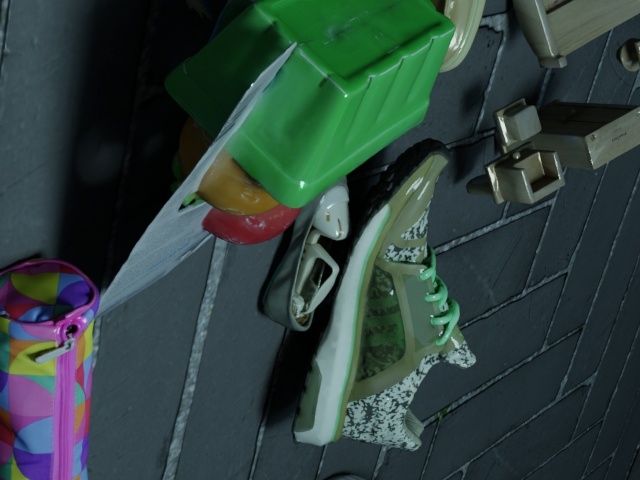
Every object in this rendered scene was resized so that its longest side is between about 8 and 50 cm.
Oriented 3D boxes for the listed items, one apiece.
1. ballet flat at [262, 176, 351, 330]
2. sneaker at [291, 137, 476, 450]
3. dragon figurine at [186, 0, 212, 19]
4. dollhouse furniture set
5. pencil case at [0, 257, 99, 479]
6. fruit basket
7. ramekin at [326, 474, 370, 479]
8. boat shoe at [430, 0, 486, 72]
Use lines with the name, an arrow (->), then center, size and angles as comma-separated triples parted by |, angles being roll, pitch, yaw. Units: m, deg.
ballet flat -> 0.000, 0.000, 1.489 | 0.072, 0.068, 0.213 | -5, 119, -56
sneaker -> 0.102, 0.076, 1.567 | 0.158, 0.182, 0.410 | -75, -178, -62
dragon figurine -> -0.090, -0.274, 1.071 | 0.144, 0.085, 0.289 | -57, 156, -12
dollhouse furniture set -> 0.265, -0.269, 1.718 | 0.303, 0.173, 0.356 | -29, 111, -26
pencil case -> -0.243, 0.130, 1.175 | 0.104, 0.104, 0.236 | -31, 141, -44
fruit basket -> -0.056, -0.091, 1.206 | 0.327, 0.165, 0.353 | -37, 176, -47
ramekin -> 0.028, 0.446, 1.878 | 0.273, 0.127, 0.273 | -40, 146, -34
boat shoe -> 0.097, -0.305, 1.306 | 0.089, 0.104, 0.285 | -1, 90, -45
